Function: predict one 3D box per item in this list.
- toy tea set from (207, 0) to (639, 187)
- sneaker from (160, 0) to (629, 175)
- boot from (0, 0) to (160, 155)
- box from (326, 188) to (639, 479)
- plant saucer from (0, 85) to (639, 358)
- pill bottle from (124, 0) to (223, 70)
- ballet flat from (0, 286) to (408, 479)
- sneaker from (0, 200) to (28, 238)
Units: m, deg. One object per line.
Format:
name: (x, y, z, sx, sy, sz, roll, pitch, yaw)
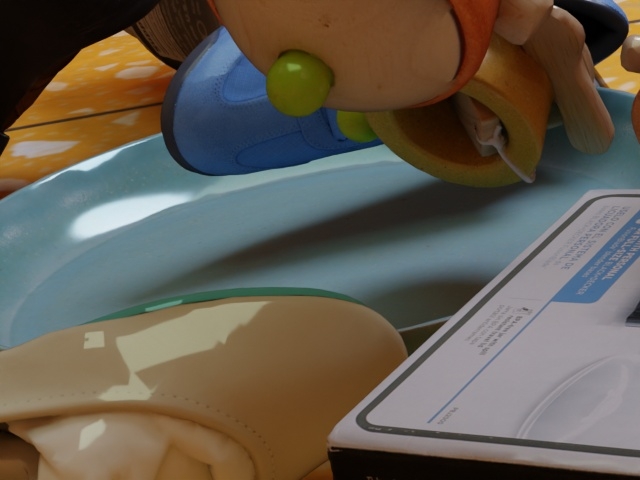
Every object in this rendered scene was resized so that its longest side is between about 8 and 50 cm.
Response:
toy tea set: (0.112, -0.053, 0.523, 0.336, 0.200, 0.124, 4, 55, 35)
sneaker: (0.036, -0.074, 0.733, 0.209, 0.069, 0.082, -19, 25, -25)
boot: (-0.193, -0.135, 0.990, 0.096, 0.264, 0.280, 31, -1, -27)
box: (0.169, 0.056, 0.387, 0.290, 0.087, 0.169, 3, 23, 33)
plant saucer: (0.000, 0.000, 0.707, 0.318, 0.043, 0.317, -9, 19, 3)
pill bottle: (-0.026, -0.162, 1.000, 0.161, 0.161, 0.283, -19, 21, -23)
ballet flat: (-0.095, 0.074, 0.513, 0.248, 0.086, 0.086, -10, 19, 7)
sneaker: (-0.198, -0.003, 0.810, 0.135, 0.052, 0.058, -5, 14, 11)
